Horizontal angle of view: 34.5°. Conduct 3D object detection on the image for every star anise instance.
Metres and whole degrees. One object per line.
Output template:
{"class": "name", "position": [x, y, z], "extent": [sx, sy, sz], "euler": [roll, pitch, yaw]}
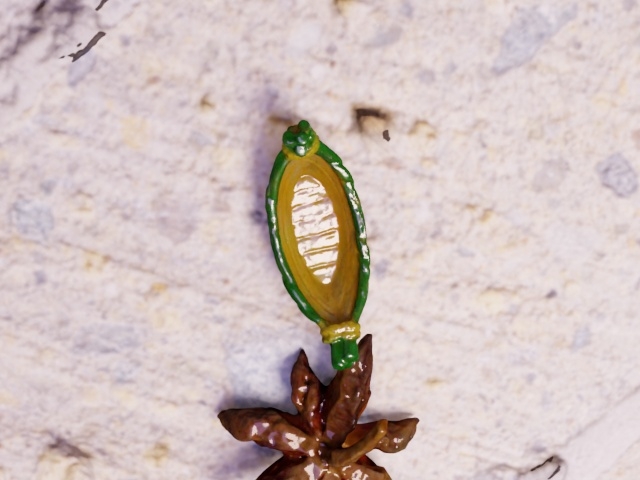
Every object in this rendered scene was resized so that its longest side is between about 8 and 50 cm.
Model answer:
{"class": "star anise", "position": [0.001, 0.204, 0.987], "extent": [0.196, 0.111, 0.212], "euler": [-7, 114, 3]}

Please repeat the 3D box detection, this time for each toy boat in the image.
{"class": "toy boat", "position": [0.000, 0.000, 0.928], "extent": [0.089, 0.088, 0.229], "euler": [-13, 107, -2]}
